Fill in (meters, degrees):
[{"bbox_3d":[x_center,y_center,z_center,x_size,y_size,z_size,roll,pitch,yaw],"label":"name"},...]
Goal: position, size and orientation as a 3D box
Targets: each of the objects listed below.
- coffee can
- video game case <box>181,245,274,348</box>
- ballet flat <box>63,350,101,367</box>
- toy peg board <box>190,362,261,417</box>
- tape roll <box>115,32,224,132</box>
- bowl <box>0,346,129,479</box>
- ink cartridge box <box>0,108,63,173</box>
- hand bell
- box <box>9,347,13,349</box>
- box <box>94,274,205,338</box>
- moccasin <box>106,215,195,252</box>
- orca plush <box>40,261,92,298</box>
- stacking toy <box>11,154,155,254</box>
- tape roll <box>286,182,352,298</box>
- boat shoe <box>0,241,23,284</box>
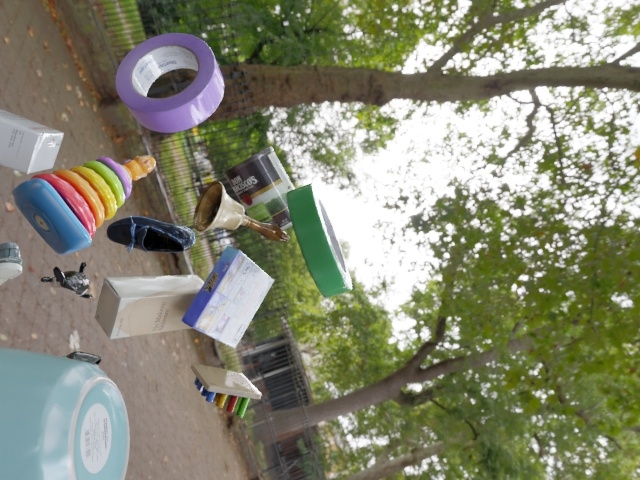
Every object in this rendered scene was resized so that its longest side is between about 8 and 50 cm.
[{"bbox_3d":[-0.196,-0.173,1.653,0.275,0.201,0.201,60,-11,-12],"label":"coffee can"},{"bbox_3d":[-0.288,0.188,1.465,0.061,0.269,0.244,20,-18,30],"label":"video game case"},{"bbox_3d":[-0.518,0.373,0.998,0.095,0.096,0.280,-49,-135,42],"label":"ballet flat"},{"bbox_3d":[-0.275,0.420,1.262,0.161,0.161,0.079,14,-96,58],"label":"toy peg board"},{"bbox_3d":[-0.411,-0.436,1.251,0.090,0.275,0.274,76,-7,-67],"label":"tape roll"},{"bbox_3d":[-0.375,0.289,0.619,0.311,0.163,0.311,172,-90,-88],"label":"bowl"},{"bbox_3d":[-0.893,-0.293,1.234,0.121,0.289,0.211,-68,-163,8],"label":"ink cartridge box"},{"bbox_3d":[-0.172,-0.043,1.118,0.126,0.242,0.126,-26,-126,41],"label":"hand bell"},{"bbox_3d":[-1.139,0.462,1.516,0.045,0.191,0.184,29,-68,40],"label":"box"},{"bbox_3d":[-0.507,0.196,1.405,0.121,0.311,0.148,34,-68,36],"label":"box"},{"bbox_3d":[-0.660,-0.021,1.739,0.117,0.342,0.137,-79,170,-66],"label":"moccasin"},{"bbox_3d":[-0.771,0.104,1.403,0.287,0.151,0.102,138,-28,-69],"label":"orca plush"},{"bbox_3d":[-0.481,-0.118,1.001,0.175,0.302,0.165,-11,-63,42],"label":"stacking toy"},{"bbox_3d":[0.000,0.000,1.272,0.321,0.077,0.321,-20,90,-84],"label":"tape roll"},{"bbox_3d":[-1.069,0.089,1.448,0.116,0.319,0.099,25,52,-61],"label":"boat shoe"}]
